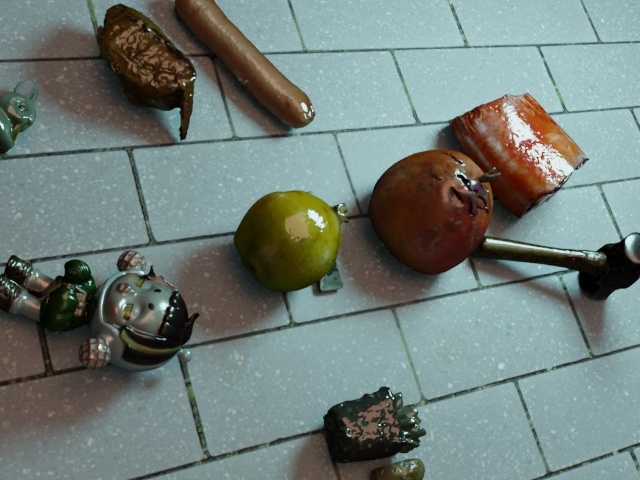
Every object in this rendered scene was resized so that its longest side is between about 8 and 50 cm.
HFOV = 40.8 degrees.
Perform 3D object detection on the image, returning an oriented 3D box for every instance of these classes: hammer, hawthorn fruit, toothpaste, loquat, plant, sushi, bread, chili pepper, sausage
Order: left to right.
[{"bbox_3d":[-0.359,-0.369,1.830,0.296,0.179,0.167,38,74,-2],"label":"sushi"},{"bbox_3d":[-0.173,-0.413,1.965,0.094,0.094,0.419,-44,90,-4],"label":"sausage"},{"bbox_3d":[-0.046,-0.008,1.754,0.246,0.213,0.213,-30,82,-12],"label":"loquat"},{"bbox_3d":[0.000,0.000,1.885,0.060,0.038,0.234,-5,72,-25],"label":"toothpaste"},{"bbox_3d":[0.110,0.367,1.710,0.194,0.129,0.132,-6,70,-24],"label":"plant"},{"bbox_3d":[0.161,0.471,1.717,0.113,0.082,0.060,-6,72,-24],"label":"bread"},{"bbox_3d":[0.271,-0.086,1.901,0.276,0.307,0.276,21,50,-28],"label":"hawthorn fruit"},{"bbox_3d":[0.493,-0.236,2.118,0.251,0.229,0.305,-32,83,-16],"label":"chili pepper"},{"bbox_3d":[0.562,0.034,2.052,0.408,0.242,0.095,10,65,-5],"label":"hammer"}]

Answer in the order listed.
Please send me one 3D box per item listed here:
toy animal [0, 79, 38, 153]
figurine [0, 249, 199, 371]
[{"bbox_3d":[-0.615,-0.236,1.656,0.108,0.138,0.236,26,56,28],"label":"toy animal"},{"bbox_3d":[-0.400,0.129,1.568,0.369,0.167,0.281,18,42,-8],"label":"figurine"}]
